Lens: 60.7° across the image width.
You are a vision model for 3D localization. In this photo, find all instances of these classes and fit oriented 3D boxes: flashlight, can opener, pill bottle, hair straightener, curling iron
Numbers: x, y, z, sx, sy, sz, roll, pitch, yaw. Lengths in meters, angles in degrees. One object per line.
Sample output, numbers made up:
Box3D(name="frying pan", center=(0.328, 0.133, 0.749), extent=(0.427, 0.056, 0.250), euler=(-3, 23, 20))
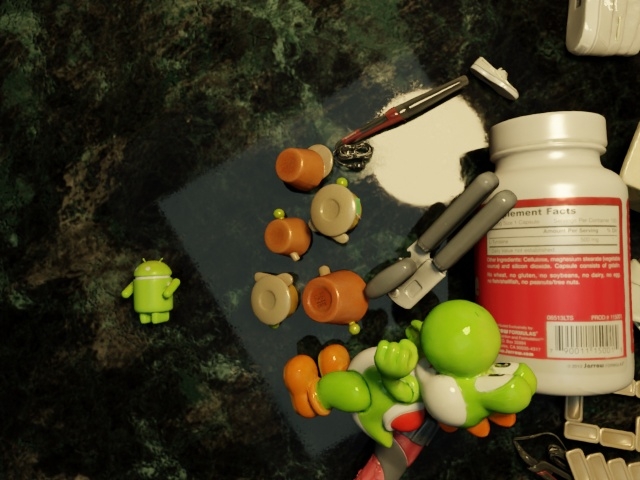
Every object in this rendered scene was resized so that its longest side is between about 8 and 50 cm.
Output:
Box3D(name="flashlight", center=(0.079, 0.403, 0.929), extent=(0.103, 0.103, 0.304), euler=(36, 91, 29))
Box3D(name="can opener", center=(0.180, 0.014, 0.841), extent=(0.074, 0.093, 0.280), euler=(50, 125, 15))
Box3D(name="pill bottle", center=(0.361, 0.018, 0.865), extent=(0.229, 0.229, 0.407), euler=(-1, 88, 2))
Box3D(name="hair straightener", center=(0.440, 0.406, 0.949), extent=(0.231, 0.047, 0.089), euler=(35, 73, 8))
Box3D(name="curling iron", center=(0.143, -0.213, 0.978), extent=(0.274, 0.035, 0.068), euler=(-34, 91, 1))

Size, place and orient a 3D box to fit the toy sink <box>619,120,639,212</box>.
Box3D(name="toy sink", center=(0.595, -0.116, 0.910), extent=(0.234, 0.131, 0.152), euler=(21, 89, -2))

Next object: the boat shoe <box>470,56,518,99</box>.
Box3D(name="boat shoe", center=(0.316, -0.291, 0.975), extent=(0.100, 0.035, 0.035), euler=(39, 93, 10))

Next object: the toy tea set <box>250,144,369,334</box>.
Box3D(name="toy tea set", center=(0.000, 0.000, 0.958), extent=(0.200, 0.124, 0.335), euler=(9, 92, 32))

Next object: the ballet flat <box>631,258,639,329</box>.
Box3D(name="ballet flat", center=(0.667, 0.177, 0.911), extent=(0.400, 0.139, 0.139), euler=(33, 90, 7))

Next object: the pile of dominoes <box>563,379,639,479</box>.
Box3D(name="pile of dominoes", center=(0.542, 0.340, 0.942), extent=(0.252, 0.040, 0.195), euler=(9, 76, 7))

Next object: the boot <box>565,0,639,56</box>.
Box3D(name="boot", center=(0.511, -0.449, 0.953), extent=(0.124, 0.095, 0.258), euler=(4, 97, -4))

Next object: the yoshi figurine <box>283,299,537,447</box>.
Box3D(name="yoshi figurine", center=(0.127, 0.177, 0.824), extent=(0.363, 0.203, 0.203), euler=(-11, 44, 34))

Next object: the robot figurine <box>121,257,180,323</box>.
Box3D(name="robot figurine", center=(-0.296, 0.088, 0.968), extent=(0.101, 0.067, 0.115), euler=(-3, 88, 22))
